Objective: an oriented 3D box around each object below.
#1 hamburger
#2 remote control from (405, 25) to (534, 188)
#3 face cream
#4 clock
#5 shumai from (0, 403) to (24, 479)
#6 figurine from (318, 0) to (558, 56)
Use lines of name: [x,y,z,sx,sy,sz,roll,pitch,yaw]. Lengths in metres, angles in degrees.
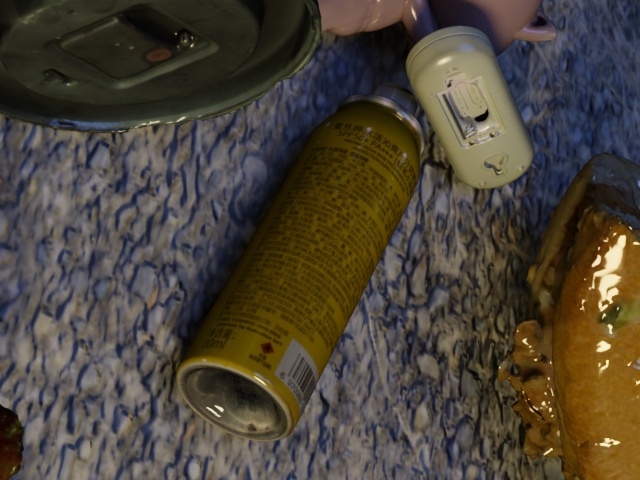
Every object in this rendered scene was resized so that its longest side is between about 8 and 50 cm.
hamburger: [0.327,0.139,1.583,0.445,0.287,0.268,39,19,-18]
remote control: [0.137,-0.113,1.570,0.221,0.078,0.042,57,13,-53]
face cream: [0.000,0.000,1.455,0.105,0.105,0.348,43,53,-20]
clock: [-0.139,-0.162,1.288,0.281,0.280,0.055,10,63,-37]
shumai: [-0.283,0.107,1.161,0.184,0.142,0.184,15,66,-39]
figurine: [0.083,-0.246,1.572,0.287,0.186,0.176,4,45,-21]
